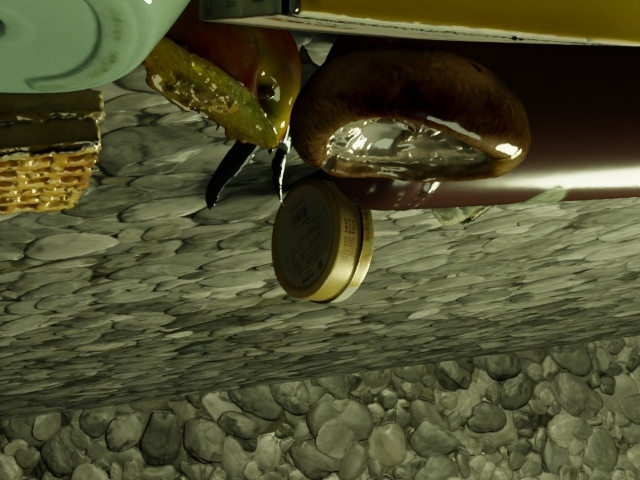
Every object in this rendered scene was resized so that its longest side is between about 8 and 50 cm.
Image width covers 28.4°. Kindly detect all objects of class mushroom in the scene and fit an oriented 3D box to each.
[{"bbox_3d":[0.043,-0.059,0.608,0.123,0.052,0.123,8,168,2],"label":"mushroom"}]

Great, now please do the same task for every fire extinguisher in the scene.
[{"bbox_3d":[0.105,-0.070,0.757,0.337,0.114,0.135,-3,135,-24],"label":"fire extinguisher"}]

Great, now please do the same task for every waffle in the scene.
[{"bbox_3d":[-0.197,-0.053,0.812,0.103,0.042,0.148,-6,168,-20],"label":"waffle"}]

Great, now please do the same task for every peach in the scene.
[{"bbox_3d":[-0.049,-0.095,0.654,0.098,0.061,0.098,34,165,10],"label":"peach"}]

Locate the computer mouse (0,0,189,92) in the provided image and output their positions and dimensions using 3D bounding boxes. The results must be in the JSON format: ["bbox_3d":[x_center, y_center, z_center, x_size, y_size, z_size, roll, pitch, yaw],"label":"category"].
[{"bbox_3d":[-0.173,-0.119,0.406,0.289,0.097,0.159,6,166,-13],"label":"computer mouse"}]

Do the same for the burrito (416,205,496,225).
[{"bbox_3d":[0.129,-0.058,0.987,0.058,0.063,0.229,-34,-179,-31],"label":"burrito"}]

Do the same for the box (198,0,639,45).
[{"bbox_3d":[0.026,-0.100,0.523,0.129,0.033,0.247,2,-171,-13],"label":"box"}]

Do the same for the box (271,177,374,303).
[{"bbox_3d":[0.000,0.000,1.052,0.037,0.105,0.105,7,161,-34],"label":"box"}]
